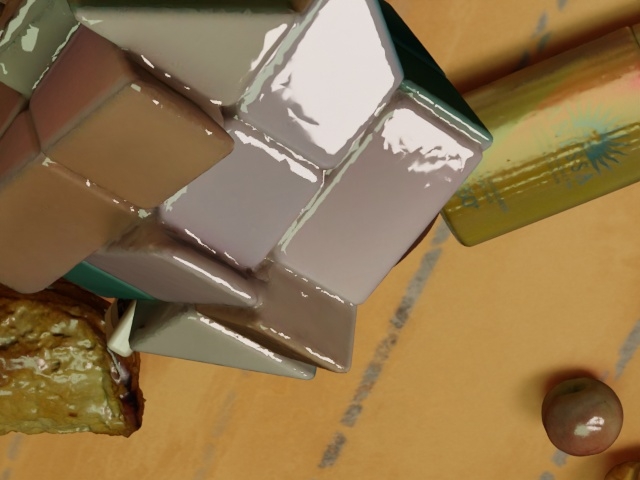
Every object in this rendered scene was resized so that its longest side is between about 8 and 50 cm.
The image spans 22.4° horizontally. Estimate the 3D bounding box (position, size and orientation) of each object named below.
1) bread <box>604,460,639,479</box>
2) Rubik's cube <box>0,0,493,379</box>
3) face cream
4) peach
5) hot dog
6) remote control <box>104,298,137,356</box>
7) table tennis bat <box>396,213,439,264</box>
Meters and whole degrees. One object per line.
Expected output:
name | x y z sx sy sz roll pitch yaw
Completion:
bread | 0.446 0.283 1.664 0.311 0.121 0.172 -13 127 10
Rubik's cube | -0.090 -0.098 1.221 0.358 0.387 0.368 32 105 -28
face cream | 0.226 -0.099 1.384 0.285 0.067 0.139 -22 119 15
peach | 0.260 0.176 1.604 0.083 0.083 0.083 0 129 0
hot dog | -0.297 0.119 1.547 0.259 0.114 0.175 -1 134 2
remote control | -0.132 0.011 1.433 0.029 0.087 0.190 32 100 -17
table tennis bat | 0.000 0.000 1.503 0.154 0.021 0.274 29 122 -21
